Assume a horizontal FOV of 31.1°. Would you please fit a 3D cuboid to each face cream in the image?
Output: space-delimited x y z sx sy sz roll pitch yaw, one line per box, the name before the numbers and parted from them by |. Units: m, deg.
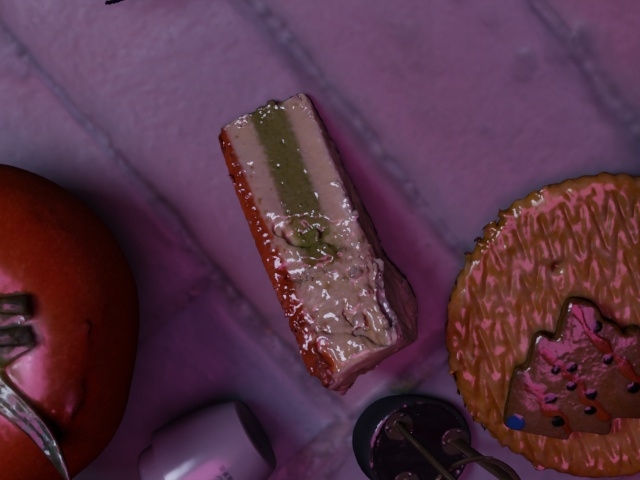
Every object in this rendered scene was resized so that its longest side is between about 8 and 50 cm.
face cream | -0.091 0.180 0.929 0.095 0.091 0.091 -32 102 4

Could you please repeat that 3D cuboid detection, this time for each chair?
chair | 0.105 0.186 0.873 0.095 0.221 0.104 -9 105 -18

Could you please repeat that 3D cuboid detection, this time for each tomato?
tomato | -0.255 0.069 0.831 0.256 0.224 0.256 0 91 -2

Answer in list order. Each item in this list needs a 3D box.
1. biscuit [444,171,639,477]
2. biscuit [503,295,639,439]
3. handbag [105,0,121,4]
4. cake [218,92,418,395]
biscuit | 0.222 0.070 0.903 0.254 0.035 0.254 1 105 4
biscuit | 0.198 0.111 0.887 0.130 0.019 0.119 -37 100 13
handbag | -0.179 -0.289 0.775 0.229 0.127 0.208 36 111 -7
cake | 0.006 0.007 0.897 0.086 0.117 0.220 -26 70 8
